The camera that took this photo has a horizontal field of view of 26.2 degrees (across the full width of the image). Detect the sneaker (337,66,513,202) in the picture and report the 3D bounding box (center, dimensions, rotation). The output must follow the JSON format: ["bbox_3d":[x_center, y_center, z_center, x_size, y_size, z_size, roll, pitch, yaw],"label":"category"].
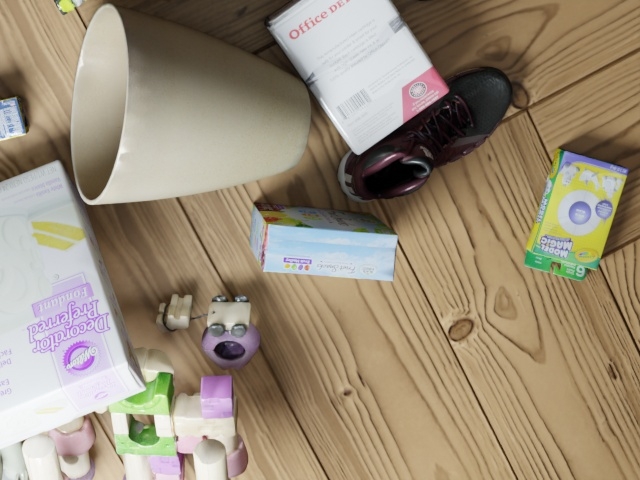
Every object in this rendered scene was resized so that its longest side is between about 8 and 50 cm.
[{"bbox_3d":[0.160,-0.132,1.881,0.281,0.162,0.106,-36,103,0],"label":"sneaker"}]

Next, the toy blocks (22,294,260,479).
[{"bbox_3d":[-0.234,0.271,1.899,0.288,0.309,0.260,1,133,3],"label":"toy blocks"}]

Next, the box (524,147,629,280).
[{"bbox_3d":[0.367,-0.034,1.992,0.105,0.043,0.179,14,100,-10],"label":"box"}]

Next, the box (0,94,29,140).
[{"bbox_3d":[-0.480,-0.149,1.838,0.168,0.059,0.054,-14,101,-6],"label":"box"}]

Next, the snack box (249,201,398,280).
[{"bbox_3d":[0.000,0.000,1.859,0.174,0.207,0.070,5,100,-8],"label":"snack box"}]

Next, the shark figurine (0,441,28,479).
[{"bbox_3d":[-0.462,0.324,1.917,0.116,0.166,0.278,2,108,23],"label":"shark figurine"}]

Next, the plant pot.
[{"bbox_3d":[-0.161,-0.165,1.805,0.274,0.256,0.257,4,100,-24],"label":"plant pot"}]

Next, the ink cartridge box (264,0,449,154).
[{"bbox_3d":[0.047,-0.253,1.872,0.158,0.092,0.218,-34,107,4],"label":"ink cartridge box"}]

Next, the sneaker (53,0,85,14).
[{"bbox_3d":[-0.338,-0.453,1.791,0.121,0.111,0.300,-21,108,-14],"label":"sneaker"}]

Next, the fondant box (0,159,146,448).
[{"bbox_3d":[-0.391,0.084,1.779,0.238,0.096,0.330,-22,61,-4],"label":"fondant box"}]
